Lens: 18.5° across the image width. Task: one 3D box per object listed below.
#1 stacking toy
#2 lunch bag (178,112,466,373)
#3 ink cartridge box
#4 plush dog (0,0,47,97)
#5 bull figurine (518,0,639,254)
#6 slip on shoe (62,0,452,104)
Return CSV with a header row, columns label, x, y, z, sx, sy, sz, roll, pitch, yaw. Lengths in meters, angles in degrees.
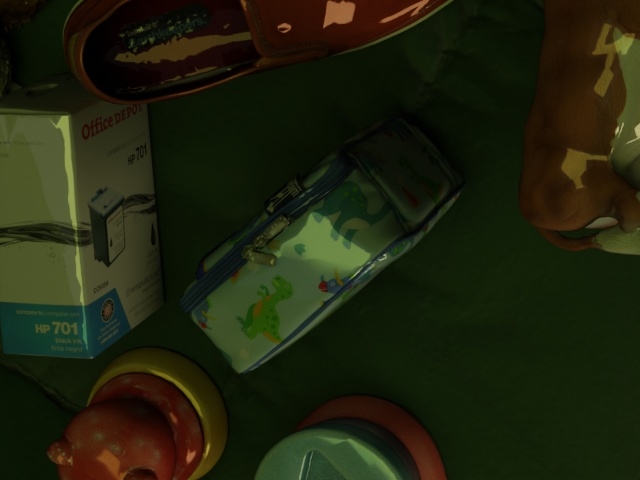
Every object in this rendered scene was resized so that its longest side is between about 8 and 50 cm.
label,x,y,z,sx,sy,sz,roll,pitch,yaw
stacking toy,-0.065,0.248,1.553,0.309,0.130,0.279,7,109,17
lunch bag,0.000,0.000,1.402,0.176,0.219,0.090,-41,90,26
ink cartridge box,-0.188,-0.021,1.504,0.082,0.139,0.190,4,108,19
plush dog,-0.332,-0.126,1.474,0.211,0.225,0.262,-20,99,24
bull figurine,0.212,-0.129,1.341,0.188,0.101,0.310,28,125,41
slip on shoe,-0.030,-0.172,1.402,0.331,0.101,0.123,-18,110,7
